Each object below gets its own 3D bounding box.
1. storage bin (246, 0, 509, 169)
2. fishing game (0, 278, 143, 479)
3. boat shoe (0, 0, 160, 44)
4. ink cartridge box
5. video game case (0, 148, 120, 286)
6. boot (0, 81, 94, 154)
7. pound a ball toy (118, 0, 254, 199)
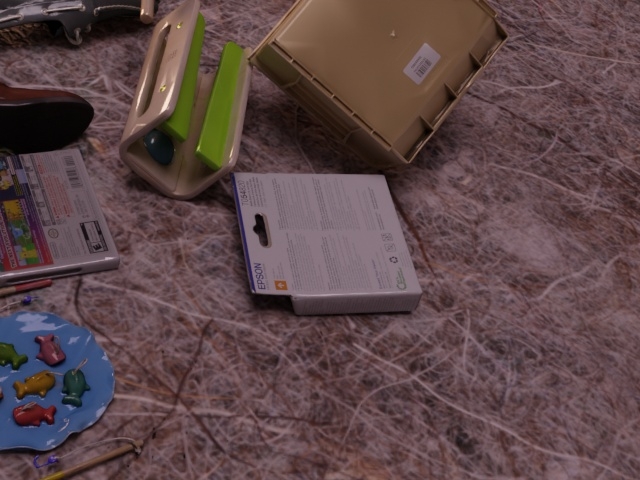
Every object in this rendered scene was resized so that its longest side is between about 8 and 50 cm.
[{"bbox_3d":[0.086,-0.278,1.412,0.260,0.123,0.262,41,79,-11],"label":"storage bin"},{"bbox_3d":[-0.315,0.142,1.071,0.189,0.041,0.264,-12,52,-31],"label":"fishing game"},{"bbox_3d":[-0.393,-0.340,1.493,0.319,0.116,0.099,-4,92,-30],"label":"boat shoe"},{"bbox_3d":[0.000,0.000,1.304,0.224,0.045,0.223,1,47,-16],"label":"ink cartridge box"},{"bbox_3d":[-0.364,-0.031,1.233,0.183,0.023,0.201,-9,52,-25],"label":"video game case"},{"bbox_3d":[-0.470,-0.230,1.332,0.264,0.096,0.280,-16,55,-30],"label":"boot"},{"bbox_3d":[-0.215,-0.233,1.371,0.208,0.135,0.319,39,35,-32],"label":"pound a ball toy"}]
